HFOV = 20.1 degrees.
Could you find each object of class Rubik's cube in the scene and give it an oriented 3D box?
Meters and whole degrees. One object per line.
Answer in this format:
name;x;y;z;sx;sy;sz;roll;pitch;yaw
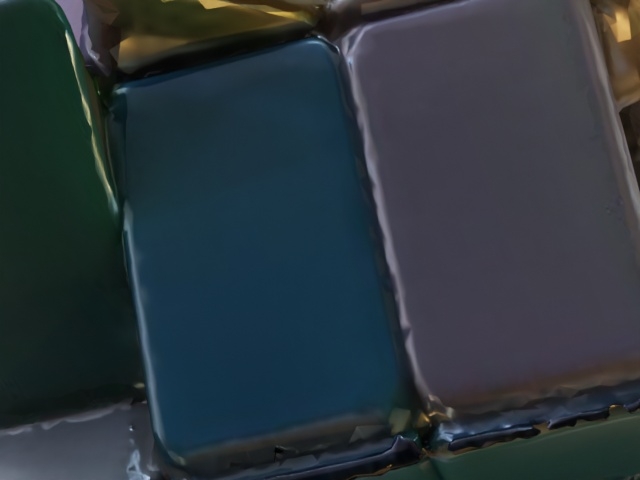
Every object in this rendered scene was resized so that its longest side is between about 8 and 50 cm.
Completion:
Rubik's cube;0.000;0.000;0.763;0.387;0.358;0.368;-12;39;5
